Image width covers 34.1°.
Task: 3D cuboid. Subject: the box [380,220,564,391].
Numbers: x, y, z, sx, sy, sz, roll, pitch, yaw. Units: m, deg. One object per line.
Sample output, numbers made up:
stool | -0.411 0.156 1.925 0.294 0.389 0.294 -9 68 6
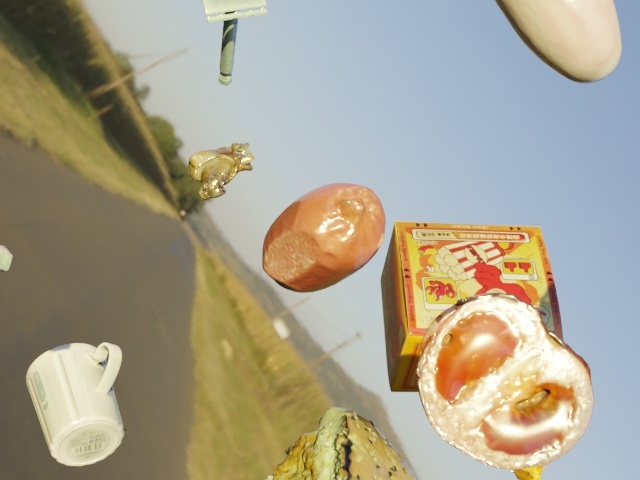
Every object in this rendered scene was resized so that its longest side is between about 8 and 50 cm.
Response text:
box | 0.269 0.122 1.929 0.214 0.284 0.259 102 -12 -54

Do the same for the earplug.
earplug | 0.300 -0.344 1.400 0.301 0.172 0.172 61 -6 6

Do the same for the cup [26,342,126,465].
cup | -0.486 0.314 2.095 0.202 0.167 0.221 59 -35 42

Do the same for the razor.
razor | -0.159 -0.351 1.842 0.232 0.106 0.068 104 -28 -60

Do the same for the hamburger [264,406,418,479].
hamburger | 0.050 0.413 1.447 0.277 0.195 0.318 44 22 -26

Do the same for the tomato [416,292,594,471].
tomato | 0.222 0.182 1.328 0.228 0.199 0.112 51 -5 6

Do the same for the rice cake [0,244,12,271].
rice cake | -0.513 -0.019 1.320 0.290 0.081 0.051 36 43 -55

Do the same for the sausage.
sausage | 0.000 0.000 1.533 0.148 0.148 0.254 57 -38 6

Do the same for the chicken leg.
chicken leg | -0.211 -0.139 2.104 0.196 0.125 0.080 -47 130 -57

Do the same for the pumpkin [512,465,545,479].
pumpkin | 0.359 0.373 1.810 0.054 0.083 0.074 6 -36 39
